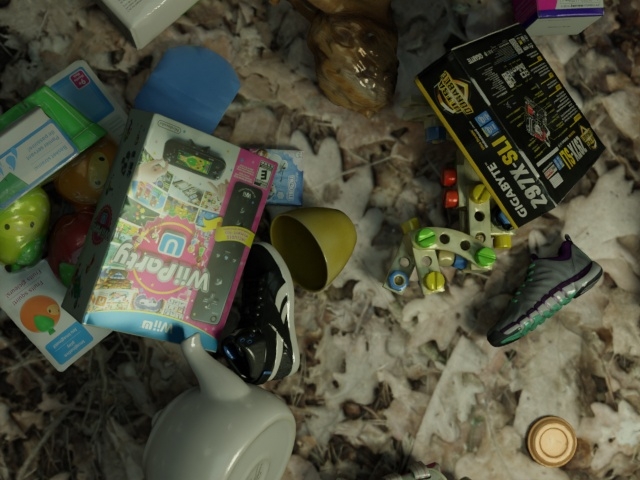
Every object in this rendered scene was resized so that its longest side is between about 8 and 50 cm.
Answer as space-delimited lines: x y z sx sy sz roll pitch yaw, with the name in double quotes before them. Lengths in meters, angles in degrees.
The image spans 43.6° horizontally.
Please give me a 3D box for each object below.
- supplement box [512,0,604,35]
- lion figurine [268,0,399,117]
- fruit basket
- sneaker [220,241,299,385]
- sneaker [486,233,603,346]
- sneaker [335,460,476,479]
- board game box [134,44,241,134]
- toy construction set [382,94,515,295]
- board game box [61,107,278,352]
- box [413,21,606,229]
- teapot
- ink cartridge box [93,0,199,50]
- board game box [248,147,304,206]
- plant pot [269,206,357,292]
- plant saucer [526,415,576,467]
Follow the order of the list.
"supplement box" 0.380 -0.457 1.310 0.111 0.114 0.219 -4 88 -6
"lion figurine" 0.070 -0.406 1.265 0.240 0.142 0.392 28 80 -11
"fruit basket" -0.369 -0.037 1.181 0.327 0.165 0.353 -40 100 -14
"sneaker" -0.101 0.113 1.214 0.121 0.079 0.216 -11 88 -49
"sneaker" 0.345 0.083 1.301 0.224 0.083 0.098 -32 69 -11
"sneaker" 0.140 0.394 1.243 0.253 0.103 0.111 15 81 -11
"board game box" -0.212 -0.228 1.278 0.133 0.033 0.168 29 79 2
"toy construction set" 0.205 -0.076 1.259 0.215 0.151 0.327 -1 97 -5
"board game box" -0.214 -0.010 1.168 0.224 0.098 0.303 19 90 -38
"box" 0.296 -0.186 1.199 0.079 0.322 0.257 -32 92 37
"teapot" -0.170 0.308 1.161 0.187 0.252 0.256 24 67 23
"ink cartridge box" -0.305 -0.471 1.241 0.198 0.115 0.273 -42 91 -7
"board game box" -0.072 -0.102 1.287 0.090 0.020 0.090 2 86 -6
"plant pot" 0.000 0.000 1.244 0.095 0.134 0.134 -31 90 -32
"plant saucer" 0.379 0.330 1.307 0.084 0.013 0.083 0 87 -6
